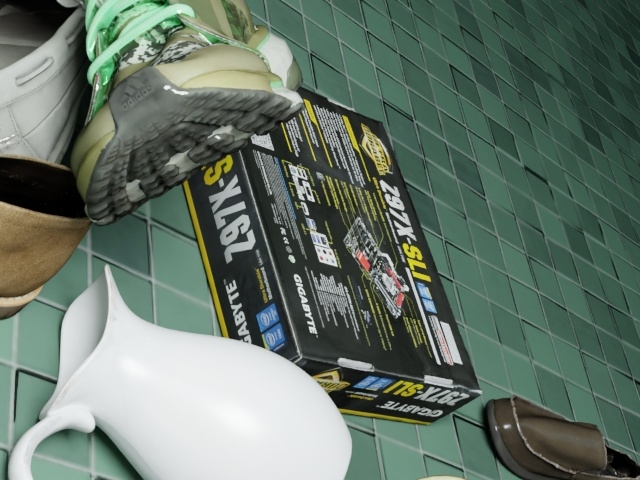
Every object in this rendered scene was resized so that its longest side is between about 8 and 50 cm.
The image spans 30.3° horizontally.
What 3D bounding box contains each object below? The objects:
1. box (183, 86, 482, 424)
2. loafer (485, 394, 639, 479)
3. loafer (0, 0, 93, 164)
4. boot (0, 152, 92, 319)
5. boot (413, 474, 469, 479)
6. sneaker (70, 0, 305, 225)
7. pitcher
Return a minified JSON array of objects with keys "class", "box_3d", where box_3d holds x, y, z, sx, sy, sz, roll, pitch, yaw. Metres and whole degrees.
[{"class":"box","box_3d":[0.000,0.000,1.083,0.257,0.079,0.322,18,46,-48]},{"class":"loafer","box_3d":[0.255,0.210,1.226,0.220,0.078,0.080,31,38,-35]},{"class":"loafer","box_3d":[-0.215,-0.168,0.892,0.319,0.112,0.111,-89,177,-46]},{"class":"boot","box_3d":[-0.269,-0.024,0.692,0.305,0.115,0.112,8,55,-50]},{"class":"boot","box_3d":[0.089,0.281,0.639,0.203,0.095,0.262,-89,170,-73]},{"class":"sneaker","box_3d":[-0.119,-0.135,0.805,0.182,0.158,0.410,57,5,-11]},{"class":"pitcher","box_3d":[-0.092,0.137,0.787,0.207,0.125,0.178,32,51,-16]}]
